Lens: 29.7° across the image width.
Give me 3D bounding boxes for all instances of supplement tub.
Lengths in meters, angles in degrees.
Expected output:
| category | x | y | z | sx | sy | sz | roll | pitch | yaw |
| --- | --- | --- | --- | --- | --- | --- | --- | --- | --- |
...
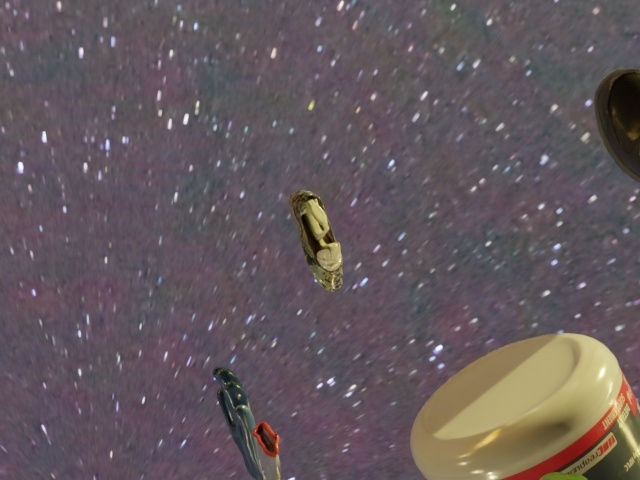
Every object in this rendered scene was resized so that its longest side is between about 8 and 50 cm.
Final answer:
| category | x | y | z | sx | sy | sz | roll | pitch | yaw |
| --- | --- | --- | --- | --- | --- | --- | --- | --- | --- |
| supplement tub | 0.215 | 0.235 | 1.039 | 0.191 | 0.191 | 0.272 | -34 | -76 | -16 |

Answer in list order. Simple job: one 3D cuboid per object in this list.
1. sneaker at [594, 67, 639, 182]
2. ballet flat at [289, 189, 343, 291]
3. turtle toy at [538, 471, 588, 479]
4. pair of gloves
| category | x | y | z | sx | sy | sz | roll | pitch | yaw |
| --- | --- | --- | --- | --- | --- | --- | --- | --- | --- |
| sneaker | 0.449 | -0.088 | 1.412 | 0.125 | 0.140 | 0.341 | -32 | -113 | -6 |
| ballet flat | 0.000 | 0.000 | 1.276 | 0.041 | 0.041 | 0.114 | -23 | -87 | -15 |
| turtle toy | 0.126 | 0.186 | 0.719 | 0.095 | 0.066 | 0.130 | 32 | -145 | 18 |
| pair of gloves | -0.047 | 0.199 | 1.061 | 0.023 | 0.198 | 0.159 | -21 | -61 | -14 |
